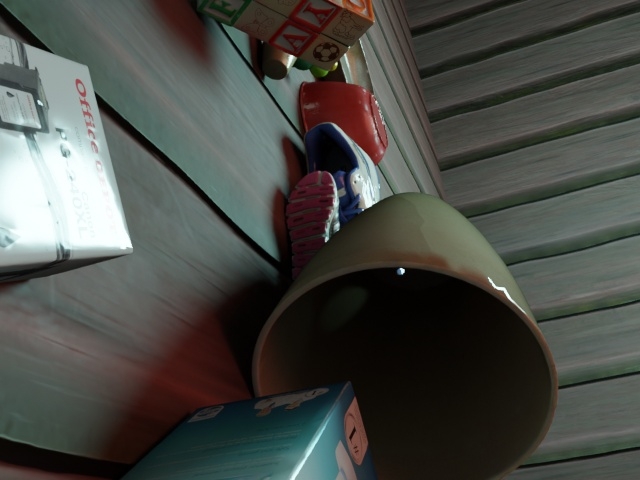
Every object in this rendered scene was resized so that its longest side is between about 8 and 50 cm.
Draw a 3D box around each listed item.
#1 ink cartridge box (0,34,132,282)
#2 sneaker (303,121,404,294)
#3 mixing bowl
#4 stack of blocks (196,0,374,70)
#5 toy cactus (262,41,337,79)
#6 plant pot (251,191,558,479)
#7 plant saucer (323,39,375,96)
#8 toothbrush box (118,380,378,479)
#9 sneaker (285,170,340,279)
[{"bbox_3d":[-0.158,-0.036,0.325,0.150,0.063,0.109,-8,84,-74],"label":"ink cartridge box"},{"bbox_3d":[0.032,-0.021,0.937,0.131,0.112,0.296,45,23,-55],"label":"sneaker"},{"bbox_3d":[0.046,-0.172,1.119,0.181,0.098,0.181,-14,90,-76],"label":"mixing bowl"},{"bbox_3d":[-0.046,-0.358,0.827,0.171,0.087,0.297,16,53,-33],"label":"stack of blocks"},{"bbox_3d":[-0.034,-0.284,0.962,0.219,0.112,0.180,71,23,-50],"label":"toy cactus"},{"bbox_3d":[0.088,0.066,0.727,0.274,0.257,0.256,-72,144,-61],"label":"plant pot"},{"bbox_3d":[0.045,-0.329,1.354,0.310,0.050,0.310,-14,90,-74],"label":"plant saucer"},{"bbox_3d":[-0.041,0.230,0.378,0.295,0.126,0.216,-35,110,-75],"label":"toothbrush box"},{"bbox_3d":[0.000,0.000,0.867,0.075,0.063,0.170,48,36,-59],"label":"sneaker"}]
